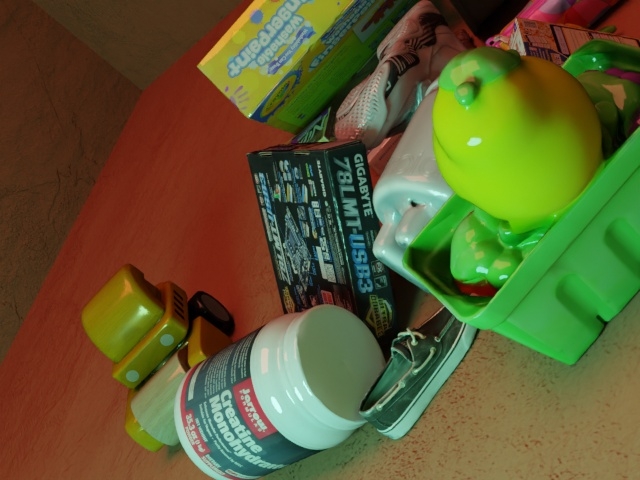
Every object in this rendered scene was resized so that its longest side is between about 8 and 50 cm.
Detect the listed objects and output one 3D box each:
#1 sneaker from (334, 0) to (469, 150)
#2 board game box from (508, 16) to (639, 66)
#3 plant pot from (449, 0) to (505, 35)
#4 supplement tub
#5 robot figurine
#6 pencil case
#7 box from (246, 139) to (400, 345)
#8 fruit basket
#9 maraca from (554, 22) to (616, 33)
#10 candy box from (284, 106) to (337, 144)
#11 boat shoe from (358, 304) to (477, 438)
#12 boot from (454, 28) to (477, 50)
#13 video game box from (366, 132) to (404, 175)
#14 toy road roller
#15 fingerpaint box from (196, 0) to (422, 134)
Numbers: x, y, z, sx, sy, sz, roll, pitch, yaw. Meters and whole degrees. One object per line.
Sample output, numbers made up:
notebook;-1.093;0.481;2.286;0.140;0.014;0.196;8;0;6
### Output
sneaker;0.167;-0.214;1.715;0.137;0.210;0.366;-42;13;43
board game box;0.353;-0.233;1.464;0.147;0.193;0.045;-85;5;-55
plant pot;0.309;-0.603;1.977;0.334;0.341;0.341;-37;25;14
supplement tub;-0.058;0.215;1.544;0.272;0.191;0.191;-32;29;39
robot figurine;0.203;-0.103;1.524;0.353;0.199;0.300;-61;15;-24
pencil case;0.365;-0.348;1.736;0.236;0.104;0.104;-42;23;18
box;0.000;0.000;1.671;0.073;0.296;0.293;-16;9;-22
fruit basket;0.232;-0.086;1.231;0.392;0.392;0.283;-50;22;3
maraca;0.361;-0.275;1.639;0.185;0.099;0.127;-34;12;-34
candy box;-0.031;-0.184;2.301;0.186;0.053;0.109;-36;26;35
boat shoe;0.130;0.151;1.443;0.219;0.070;0.077;-56;23;-13
boot;0.241;-0.333;2.039;0.106;0.037;0.114;-45;27;20
video game box;0.136;-0.224;2.053;0.187;0.048;0.205;-47;22;4
toy road roller;-0.304;0.190;1.990;0.202;0.240;0.329;-46;22;13
fingerpaint box;0.002;-0.444;2.273;0.445;0.163;0.371;-47;-11;11
